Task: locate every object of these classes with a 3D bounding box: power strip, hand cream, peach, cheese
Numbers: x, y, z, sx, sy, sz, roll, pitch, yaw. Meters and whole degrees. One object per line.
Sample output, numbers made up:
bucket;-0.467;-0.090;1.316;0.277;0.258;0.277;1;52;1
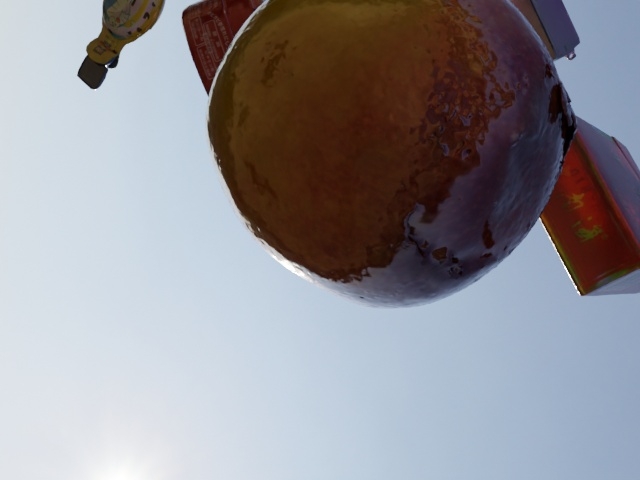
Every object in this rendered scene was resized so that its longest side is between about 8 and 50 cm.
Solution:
power strip;0.324;-0.403;1.306;0.037;0.109;0.279;-18;-74;44
hand cream;-0.131;-0.314;1.419;0.230;0.149;0.230;-20;90;-87
peach;0.044;-0.071;0.551;0.231;0.231;0.231;-19;-113;56
cheese;-0.342;-0.375;1.444;0.156;0.064;0.250;38;-79;36

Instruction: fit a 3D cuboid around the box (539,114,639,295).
box;0.355;-0.037;1.036;0.089;0.313;0.197;-33;-109;26
